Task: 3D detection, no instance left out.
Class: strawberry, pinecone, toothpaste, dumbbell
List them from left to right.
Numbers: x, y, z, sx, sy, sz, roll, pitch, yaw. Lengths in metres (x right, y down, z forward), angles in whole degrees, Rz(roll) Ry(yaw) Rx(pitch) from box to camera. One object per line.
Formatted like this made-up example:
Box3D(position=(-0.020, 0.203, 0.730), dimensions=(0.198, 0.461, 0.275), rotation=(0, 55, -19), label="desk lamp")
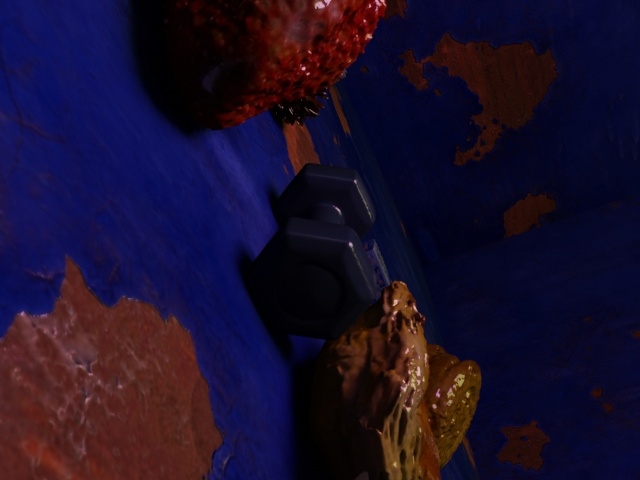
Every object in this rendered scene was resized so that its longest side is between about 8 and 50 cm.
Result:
Box3D(position=(-0.067, -0.286, 0.736), dimensions=(0.267, 0.312, 0.351), rotation=(43, 41, -20), label="strawberry")
Box3D(position=(-0.045, -0.296, 1.181), dimensions=(0.140, 0.121, 0.140), rotation=(54, 19, -28), label="pinecone")
Box3D(position=(0.000, 0.000, 0.851), dimensions=(0.324, 0.160, 0.144), rotation=(-81, 177, -67), label="dumbbell")
Box3D(position=(0.167, 0.129, 1.582), dimensions=(0.066, 0.053, 0.272), rotation=(-80, 148, -67), label="toothpaste")

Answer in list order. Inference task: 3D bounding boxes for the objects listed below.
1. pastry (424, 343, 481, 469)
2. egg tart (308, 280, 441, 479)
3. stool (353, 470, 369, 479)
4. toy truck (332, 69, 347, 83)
Box3D(position=(0.214, 0.321, 1.130), dimensions=(0.240, 0.132, 0.235), rotation=(-17, 114, -47), label="pastry")
Box3D(position=(0.082, 0.230, 0.808), dimensions=(0.351, 0.153, 0.339), rotation=(-83, 161, -53), label="egg tart")
Box3D(position=(0.019, 0.316, 0.489), dimensions=(0.228, 0.153, 0.139), rotation=(-55, 145, -20), label="stool")
Box3D(position=(-0.055, -0.472, 1.404), dimensions=(0.184, 0.133, 0.338), rotation=(63, 7, 13), label="toy truck")
